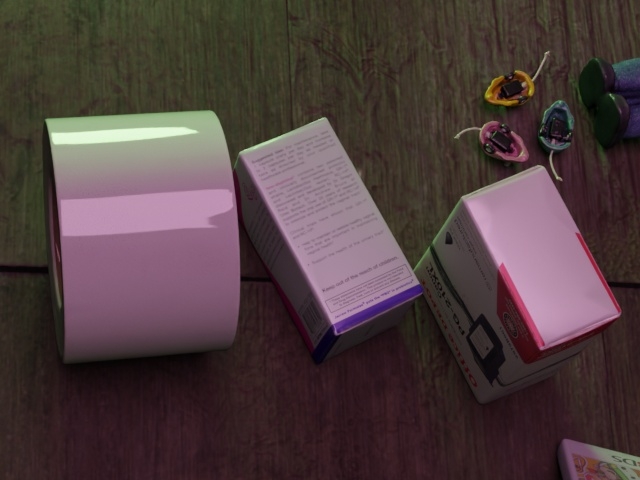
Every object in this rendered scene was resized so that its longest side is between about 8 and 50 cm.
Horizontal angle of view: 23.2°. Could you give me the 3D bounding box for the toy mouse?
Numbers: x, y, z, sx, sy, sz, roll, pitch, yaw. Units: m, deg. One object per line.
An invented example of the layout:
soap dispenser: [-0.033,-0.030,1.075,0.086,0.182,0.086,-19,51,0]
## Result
toy mouse: [0.235,-0.122,1.793,0.161,0.031,0.143,-28,77,-20]

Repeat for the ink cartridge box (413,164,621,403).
ink cartridge box: [0.195,0.053,1.609,0.100,0.237,0.172,-22,76,-16]

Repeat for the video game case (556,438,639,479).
video game case: [0.354,0.290,1.585,0.206,0.026,0.227,14,24,-6]

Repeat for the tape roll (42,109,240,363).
tape roll: [-0.182,-0.004,1.548,0.169,0.246,0.246,-4,70,-12]

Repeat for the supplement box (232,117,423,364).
supplement box: [0.000,0.000,1.656,0.114,0.111,0.220,-25,77,-19]

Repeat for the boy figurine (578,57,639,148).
boy figurine: [0.454,-0.177,1.829,0.285,0.092,0.177,-11,69,-12]
